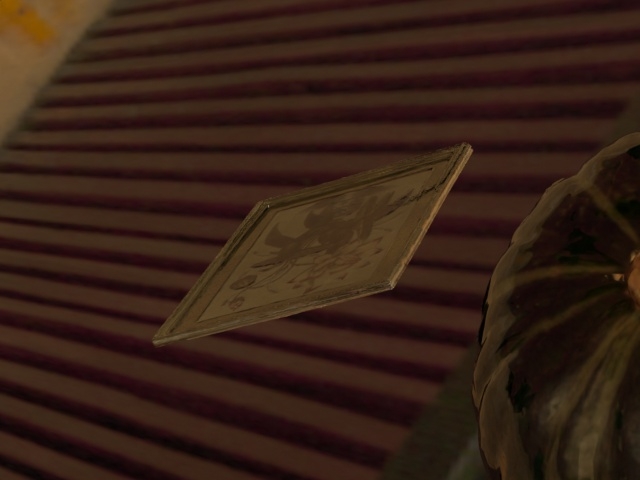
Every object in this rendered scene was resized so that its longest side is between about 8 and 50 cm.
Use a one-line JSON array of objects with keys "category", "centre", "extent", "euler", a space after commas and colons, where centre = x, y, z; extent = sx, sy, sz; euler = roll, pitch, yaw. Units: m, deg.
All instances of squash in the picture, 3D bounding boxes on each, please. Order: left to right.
[{"category": "squash", "centre": [0.161, 0.054, 0.743], "extent": [0.218, 0.218, 0.172], "euler": [-44, 132, -20]}]

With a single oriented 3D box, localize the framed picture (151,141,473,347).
[{"category": "framed picture", "centre": [0.000, 0.000, 1.276], "extent": [0.010, 0.173, 0.231], "euler": [68, 23, -17]}]
